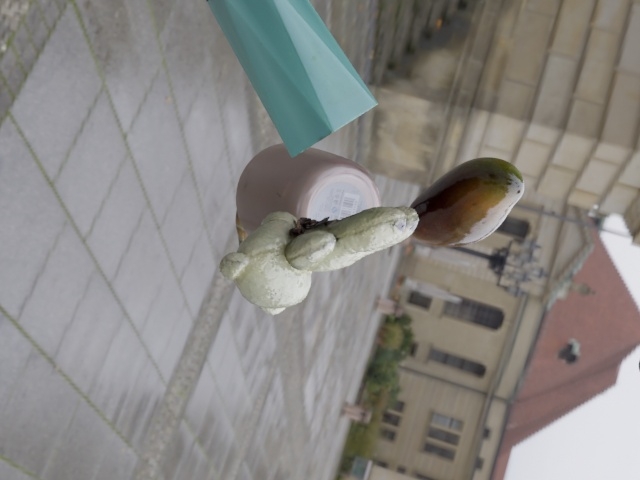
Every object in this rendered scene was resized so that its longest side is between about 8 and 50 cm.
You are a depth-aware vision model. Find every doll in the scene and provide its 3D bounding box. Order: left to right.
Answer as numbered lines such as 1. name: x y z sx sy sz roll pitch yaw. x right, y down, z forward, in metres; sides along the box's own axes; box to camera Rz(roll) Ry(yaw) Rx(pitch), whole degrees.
1. doll: 0.001 0.000 1.287 0.175 0.278 0.149 49 27 -50

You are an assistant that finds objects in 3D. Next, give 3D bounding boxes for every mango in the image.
1. mango: 0.256 -0.063 1.562 0.111 0.133 0.267 -37 -178 -38

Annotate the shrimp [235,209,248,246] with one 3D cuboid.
1. shrimp: -0.088 -0.030 1.742 0.198 0.051 0.262 -35 142 -37

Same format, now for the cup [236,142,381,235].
1. cup: -0.034 -0.036 1.512 0.253 0.191 0.200 -52 -150 -10

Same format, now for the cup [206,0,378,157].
1. cup: -0.045 -0.238 1.170 0.148 0.236 0.134 -37 -174 -24

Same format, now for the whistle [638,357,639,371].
1. whistle: 0.736 0.286 1.517 0.188 0.404 0.168 -25 -144 62
